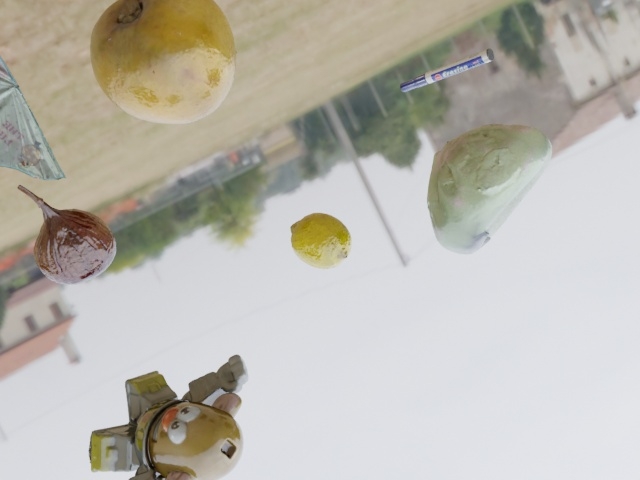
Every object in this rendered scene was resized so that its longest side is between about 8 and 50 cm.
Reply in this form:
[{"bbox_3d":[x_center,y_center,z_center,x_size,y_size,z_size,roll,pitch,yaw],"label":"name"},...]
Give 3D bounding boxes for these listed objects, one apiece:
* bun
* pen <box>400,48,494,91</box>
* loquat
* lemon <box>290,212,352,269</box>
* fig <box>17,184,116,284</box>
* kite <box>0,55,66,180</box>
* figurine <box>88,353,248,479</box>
[{"bbox_3d":[0.297,-0.121,1.974,0.293,0.187,0.293,-49,172,-10],"label":"bun"},{"bbox_3d":[0.242,-0.326,2.006,0.204,0.025,0.025,-16,-170,35],"label":"pen"},{"bbox_3d":[-0.283,-0.347,1.950,0.275,0.275,0.275,-26,-175,3],"label":"loquat"},{"bbox_3d":[0.000,0.000,2.024,0.109,0.133,0.109,-52,162,-25],"label":"lemon"},{"bbox_3d":[-0.459,-0.024,1.862,0.146,0.201,0.133,-36,-142,-24],"label":"fig"},{"bbox_3d":[-0.482,-0.139,1.305,0.335,0.314,0.011,15,-174,-19],"label":"kite"},{"bbox_3d":[-0.253,0.350,1.843,0.285,0.343,0.167,7,167,43],"label":"figurine"}]
